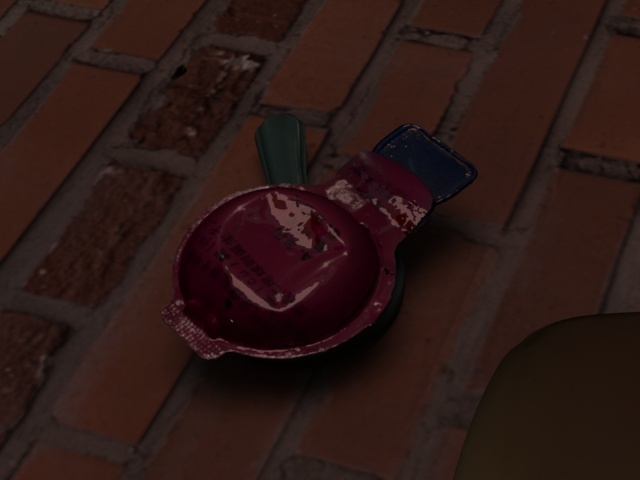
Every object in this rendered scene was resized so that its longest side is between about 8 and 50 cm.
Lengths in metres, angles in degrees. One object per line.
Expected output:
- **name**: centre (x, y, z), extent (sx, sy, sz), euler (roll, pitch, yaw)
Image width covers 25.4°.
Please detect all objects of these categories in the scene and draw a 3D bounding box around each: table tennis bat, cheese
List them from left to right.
- **table tennis bat**: centre (-0.020, -0.004, 1.037), extent (0.149, 0.038, 0.237), euler (-9, 48, -1)
- **cheese**: centre (0.000, 0.000, 0.972), extent (0.244, 0.062, 0.155), euler (-37, 58, -24)

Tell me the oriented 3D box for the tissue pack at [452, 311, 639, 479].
- **tissue pack**: centre (0.242, 0.203, 0.624), extent (0.387, 0.267, 0.277), euler (5, 47, 10)
